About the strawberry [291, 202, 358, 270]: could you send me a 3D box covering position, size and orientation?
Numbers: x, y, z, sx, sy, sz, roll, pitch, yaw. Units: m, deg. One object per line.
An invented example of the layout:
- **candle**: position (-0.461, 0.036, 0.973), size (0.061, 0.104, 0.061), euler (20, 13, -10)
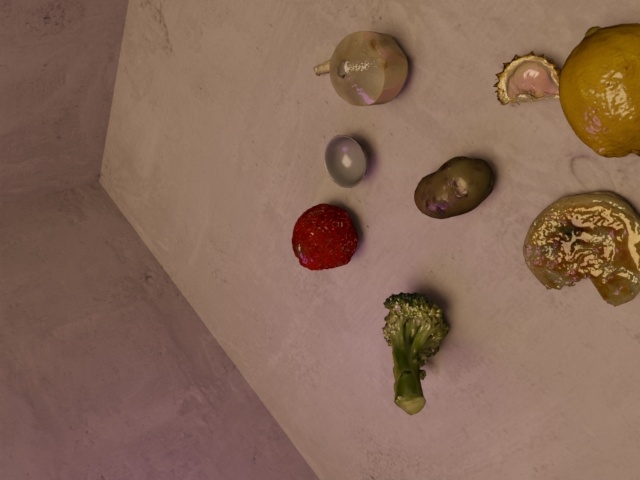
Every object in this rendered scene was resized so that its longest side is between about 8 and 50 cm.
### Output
- **strawberry**: position (0.000, 0.000, 1.922), size (0.257, 0.277, 0.257), euler (19, 121, 34)

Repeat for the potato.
- **potato**: position (0.396, -0.151, 1.556), size (0.262, 0.165, 0.165), euler (-34, 83, 49)

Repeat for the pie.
- **pie**: position (0.706, 0.020, 1.385), size (0.337, 0.075, 0.337), euler (20, 121, 38)

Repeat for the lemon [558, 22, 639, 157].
- **lemon**: position (0.666, -0.325, 1.145), size (0.245, 0.245, 0.320), euler (-24, 94, 47)

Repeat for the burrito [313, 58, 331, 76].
- **burrito**: position (0.047, -0.600, 1.772), size (0.185, 0.041, 0.045), euler (1, 126, 42)

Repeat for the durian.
- **durian**: position (0.567, -0.406, 1.334), size (0.224, 0.078, 0.140), euler (17, 108, 27)

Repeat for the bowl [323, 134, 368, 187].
- **bowl**: position (0.109, -0.285, 1.821), size (0.189, 0.086, 0.189), euler (21, 123, 36)

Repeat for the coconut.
- **coconut**: position (0.143, -0.520, 1.582), size (0.241, 0.241, 0.241), euler (20, 121, 37)

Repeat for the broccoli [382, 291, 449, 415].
- **broccoli**: position (0.297, 0.345, 1.721), size (0.275, 0.397, 0.353), euler (-21, 88, 22)
